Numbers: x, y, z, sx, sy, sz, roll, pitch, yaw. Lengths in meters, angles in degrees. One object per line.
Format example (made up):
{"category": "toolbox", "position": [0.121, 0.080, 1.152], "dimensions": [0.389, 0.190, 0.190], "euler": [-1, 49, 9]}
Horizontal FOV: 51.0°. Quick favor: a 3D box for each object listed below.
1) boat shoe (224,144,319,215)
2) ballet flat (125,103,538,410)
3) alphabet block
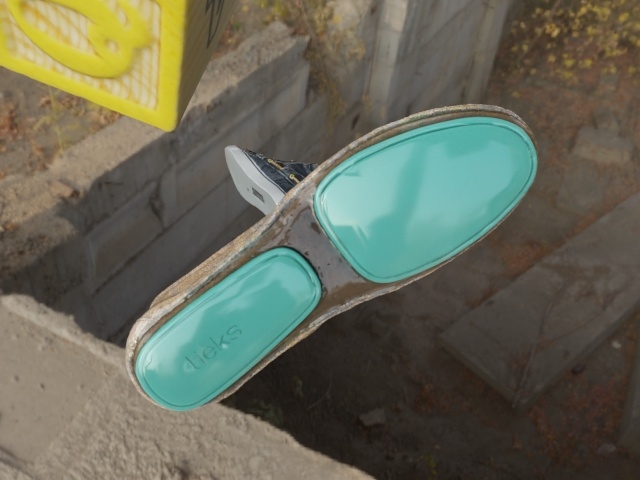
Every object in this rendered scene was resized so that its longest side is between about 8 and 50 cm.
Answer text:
{"category": "boat shoe", "position": [-0.056, -0.082, 0.882], "dimensions": [0.083, 0.065, 0.183], "euler": [-24, 42, -21]}
{"category": "ballet flat", "position": [0.000, 0.000, 0.477], "dimensions": [0.315, 0.108, 0.106], "euler": [-30, 14, -1]}
{"category": "alphabet block", "position": [-0.170, -0.248, 0.572], "dimensions": [0.192, 0.193, 0.197], "euler": [21, 63, -3]}
